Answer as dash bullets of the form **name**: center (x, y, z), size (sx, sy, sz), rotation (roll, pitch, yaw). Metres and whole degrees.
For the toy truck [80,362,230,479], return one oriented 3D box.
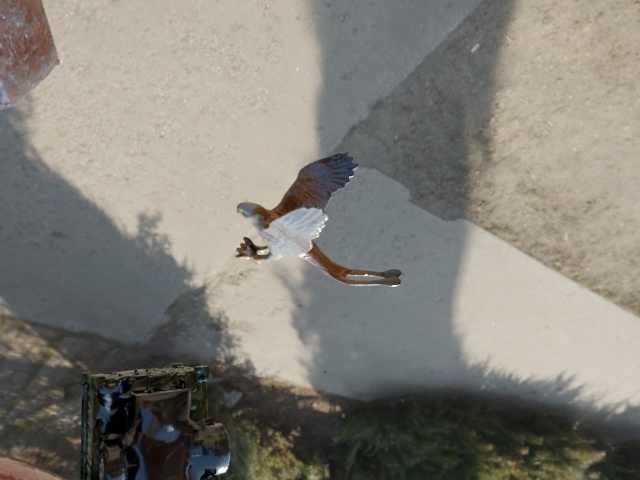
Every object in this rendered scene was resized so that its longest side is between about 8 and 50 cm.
- **toy truck**: center (-0.113, 0.218, 0.336), size (0.088, 0.259, 0.121), rotation (2, 168, -30)

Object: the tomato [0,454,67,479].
- **tomato**: center (-0.315, 0.350, 0.405), size (0.325, 0.293, 0.290), rotation (-42, 175, -21)

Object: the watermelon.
- **watermelon**: center (-0.190, -0.115, 0.285), size (0.072, 0.085, 0.092), rotation (39, 149, -20)

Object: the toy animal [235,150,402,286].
- **toy animal**: center (-0.022, 0.004, 1.066), size (0.301, 0.225, 0.284), rotation (-15, 122, 26)
